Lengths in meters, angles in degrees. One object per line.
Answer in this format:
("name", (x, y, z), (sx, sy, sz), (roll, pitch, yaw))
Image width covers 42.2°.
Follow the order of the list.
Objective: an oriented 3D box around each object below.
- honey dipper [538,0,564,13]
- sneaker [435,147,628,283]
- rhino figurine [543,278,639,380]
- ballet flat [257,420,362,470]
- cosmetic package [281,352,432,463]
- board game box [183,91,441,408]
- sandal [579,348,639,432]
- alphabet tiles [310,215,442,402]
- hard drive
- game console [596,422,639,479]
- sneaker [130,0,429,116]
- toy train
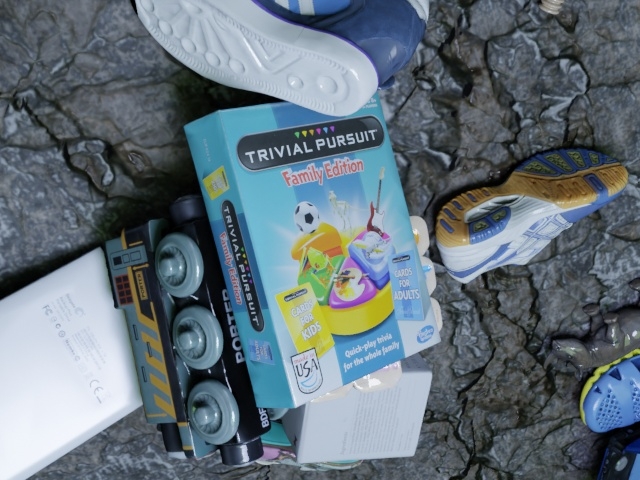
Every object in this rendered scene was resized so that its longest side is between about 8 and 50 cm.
("honey dipper", (0.328, -0.370, 1.063), (0.031, 0.030, 0.160), (7, 127, -20))
("sneaker", (0.306, -0.036, 1.219), (0.297, 0.111, 0.131), (-20, 137, -5))
("rhino figurine", (0.479, 0.156, 1.369), (0.243, 0.073, 0.106), (-28, 117, 0))
("ballet flat", (-0.043, 0.328, 1.307), (0.222, 0.076, 0.079), (14, 130, -17))
("cosmetic package", (0.043, 0.219, 1.225), (0.184, 0.151, 0.151), (1, 114, -18))
("board game box", (0.000, 0.000, 1.000), (0.254, 0.079, 0.335), (-17, 93, -41))
("sandal", (0.596, 0.245, 1.413), (0.318, 0.138, 0.126), (-26, 122, -1))
("alphabet tiles", (0.021, 0.067, 1.109), (0.278, 0.021, 0.284), (-9, 90, -13))
("hard drive", (-0.371, 0.176, 1.048), (0.319, 0.040, 0.210), (-31, 100, -22))
("game console", (0.647, 0.382, 1.434), (0.293, 0.173, 0.250), (-11, 120, -30))
("sneaker", (-0.032, -0.288, 0.978), (0.323, 0.236, 0.130), (25, 145, 13))
("toy train", (-0.158, 0.115, 1.027), (0.142, 0.190, 0.333), (-13, 90, -51))
